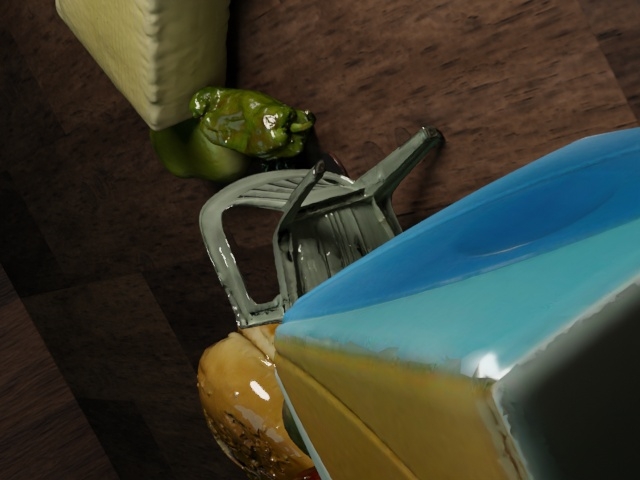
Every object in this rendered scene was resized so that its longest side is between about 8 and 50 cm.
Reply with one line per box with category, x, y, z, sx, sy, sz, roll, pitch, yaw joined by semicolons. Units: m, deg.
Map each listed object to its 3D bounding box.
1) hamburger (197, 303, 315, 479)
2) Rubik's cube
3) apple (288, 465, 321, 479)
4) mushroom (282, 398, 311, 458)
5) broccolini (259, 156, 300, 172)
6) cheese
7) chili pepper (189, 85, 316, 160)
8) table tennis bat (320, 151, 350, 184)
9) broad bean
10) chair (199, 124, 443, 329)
hamburger;-0.019;0.226;2.042;0.284;0.174;0.304;38;163;19
Rubik's cube;0.215;0.134;1.126;0.352;0.351;0.347;1;119;63
apple;0.052;0.401;1.551;0.374;0.384;0.374;33;-172;-6
mushroom;0.091;0.210;1.743;0.217;0.212;0.292;63;154;13
broccolini;-0.007;0.002;1.874;0.254;0.057;0.071;68;-159;-13
cheese;-0.206;-0.293;1.835;0.242;0.124;0.265;46;155;22
chili pepper;-0.060;-0.123;1.793;0.204;0.073;0.072;19;103;45
table tennis bat;0.022;-0.059;1.786;0.083;0.007;0.050;65;158;-10
broad bean;-0.144;-0.129;1.986;0.174;0.082;0.124;-7;112;57
chair;0.017;-0.009;1.619;0.275;0.203;0.190;-26;83;61
